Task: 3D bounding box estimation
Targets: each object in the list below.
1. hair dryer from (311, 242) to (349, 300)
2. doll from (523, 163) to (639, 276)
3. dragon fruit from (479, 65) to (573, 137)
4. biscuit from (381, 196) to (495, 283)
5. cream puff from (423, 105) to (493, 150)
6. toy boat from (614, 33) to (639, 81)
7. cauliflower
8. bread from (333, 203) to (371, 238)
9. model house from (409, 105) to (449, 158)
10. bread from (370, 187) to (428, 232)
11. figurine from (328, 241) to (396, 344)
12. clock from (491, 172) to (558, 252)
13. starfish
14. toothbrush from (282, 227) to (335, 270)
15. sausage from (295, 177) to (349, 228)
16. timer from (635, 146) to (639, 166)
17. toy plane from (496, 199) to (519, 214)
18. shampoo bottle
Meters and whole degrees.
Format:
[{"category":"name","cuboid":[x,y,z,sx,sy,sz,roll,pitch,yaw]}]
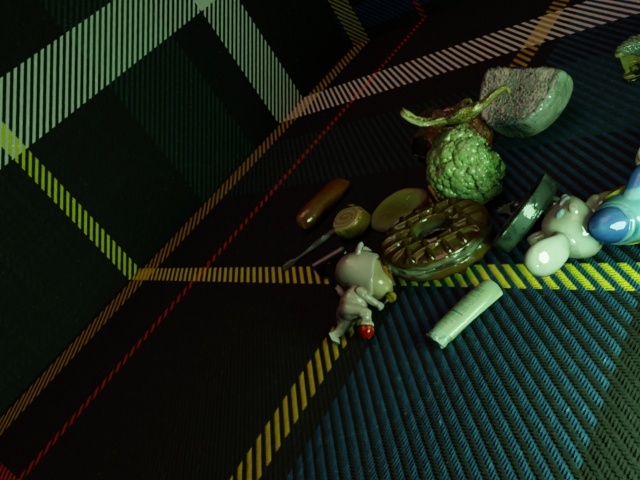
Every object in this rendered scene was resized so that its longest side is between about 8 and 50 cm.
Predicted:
[{"category":"hair dryer","cuboid":[0.058,0.113,1.931,0.128,0.070,0.255,-32,33,6]},{"category":"doll","cuboid":[0.645,-0.060,1.342,0.365,0.187,0.376,-19,30,30]},{"category":"dragon fruit","cuboid":[0.673,-0.439,1.953,0.282,0.204,0.221,14,84,46]},{"category":"biscuit","cuboid":[0.332,-0.006,1.698,0.331,0.103,0.332,-23,27,12]},{"category":"cream puff","cuboid":[0.479,-0.374,2.062,0.239,0.164,0.240,-12,49,14]},{"category":"toy boat","cuboid":[1.104,-0.591,1.738,0.445,0.136,0.162,-13,39,37]},{"category":"cauliflower","cuboid":[0.467,-0.231,1.843,0.250,0.275,0.272,-8,-9,-22]},{"category":"bread","cuboid":[0.105,-0.064,2.119,0.149,0.073,0.122,-10,47,52]},{"category":"model house","cuboid":[0.396,-0.409,2.294,0.181,0.176,0.248,-49,12,-23]},{"category":"bread","cuboid":[0.269,-0.111,2.062,0.228,0.033,0.228,-28,26,15]},{"category":"figurine","cuboid":[0.120,0.158,1.703,0.186,0.176,0.288,13,59,4]},{"category":"clock","cuboid":[0.522,-0.067,1.522,0.226,0.049,0.226,-53,-9,-13]},{"category":"starfish","cuboid":[0.411,-0.401,1.860,0.326,0.095,0.375,-15,11,-15]},{"category":"toothbrush","cuboid":[0.000,0.000,2.218,0.354,0.024,0.029,-37,17,0]},{"category":"sausage","cuboid":[0.010,-0.158,2.400,0.300,0.083,0.089,-48,16,-26]},{"category":"timer","cuboid":[0.909,-0.234,1.422,0.237,0.087,0.262,-45,27,-17]},{"category":"toy plane","cuboid":[0.540,-0.093,1.701,0.083,0.033,0.080,-14,22,38]},{"category":"shampoo bottle","cuboid":[0.352,0.179,1.459,0.212,0.049,0.072,-40,30,-10]}]
